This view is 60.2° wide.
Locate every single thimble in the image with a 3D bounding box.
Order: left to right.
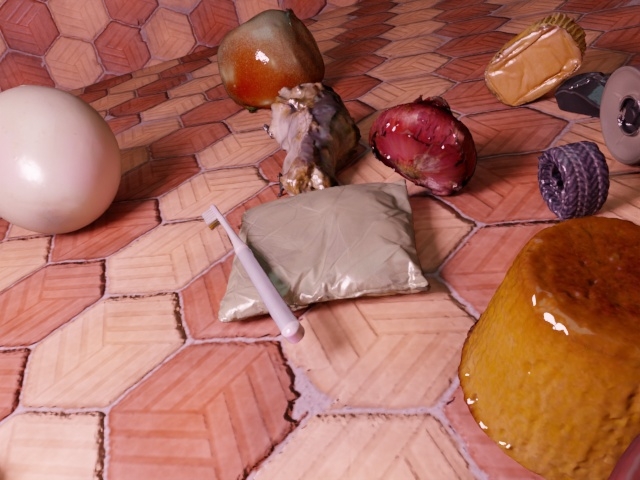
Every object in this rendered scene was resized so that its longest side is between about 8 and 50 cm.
[{"bbox_3d":[0.347,-0.086,0.762,0.066,0.104,0.095,-17,29,0],"label":"thimble"}]

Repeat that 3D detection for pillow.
[{"bbox_3d":[0.001,-0.001,0.805,0.281,0.076,0.274,-10,33,9],"label":"pillow"}]

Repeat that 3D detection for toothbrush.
[{"bbox_3d":[-0.100,0.029,0.742,0.030,0.025,0.342,-38,39,-7],"label":"toothbrush"}]

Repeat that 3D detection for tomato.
[{"bbox_3d":[-0.140,-0.509,1.546,0.304,0.239,0.303,-15,30,9],"label":"tomato"}]

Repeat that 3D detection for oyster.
[{"bbox_3d":[-0.022,-0.193,1.067,0.198,0.133,0.337,14,49,-2],"label":"oyster"}]

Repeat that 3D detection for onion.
[{"bbox_3d":[0.173,-0.162,0.885,0.184,0.184,0.147,20,83,45],"label":"onion"}]

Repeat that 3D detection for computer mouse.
[{"bbox_3d":[0.528,-0.283,1.050,0.106,0.062,0.192,-23,30,-13],"label":"computer mouse"}]

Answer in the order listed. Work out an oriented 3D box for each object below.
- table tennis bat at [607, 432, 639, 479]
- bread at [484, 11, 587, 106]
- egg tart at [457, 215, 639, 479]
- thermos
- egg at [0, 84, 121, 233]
[{"bbox_3d":[0.279,0.162,0.279,0.268,0.051,0.414,14,62,12],"label":"table tennis bat"},{"bbox_3d":[0.441,-0.368,1.131,0.190,0.132,0.114,-28,13,46],"label":"bread"},{"bbox_3d":[0.232,0.086,0.464,0.215,0.170,0.215,-1,42,1],"label":"egg tart"},{"bbox_3d":[0.583,-0.198,0.811,0.265,0.146,0.176,-7,24,2],"label":"thermos"},{"bbox_3d":[-0.543,-0.155,1.106,0.283,0.283,0.345,-28,47,-21],"label":"egg"}]
